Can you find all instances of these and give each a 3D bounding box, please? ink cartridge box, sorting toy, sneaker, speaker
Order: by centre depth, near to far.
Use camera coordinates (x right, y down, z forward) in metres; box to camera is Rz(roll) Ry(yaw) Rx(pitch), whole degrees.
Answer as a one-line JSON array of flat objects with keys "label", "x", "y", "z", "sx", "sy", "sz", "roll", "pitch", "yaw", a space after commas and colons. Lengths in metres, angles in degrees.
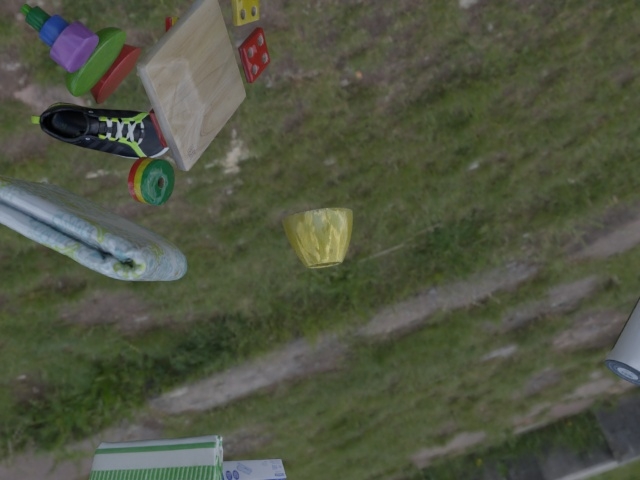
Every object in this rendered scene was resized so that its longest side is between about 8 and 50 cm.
[{"label": "sorting toy", "x": -0.137, "y": -0.171, "z": 0.864, "sx": 0.046, "sy": 0.274, "sz": 0.132, "roll": 12, "pitch": 141, "yaw": 25}, {"label": "speaker", "x": 0.371, "y": 0.090, "z": 0.922, "sx": 0.136, "sy": 0.055, "sz": 0.055, "roll": -57, "pitch": 160, "yaw": -13}, {"label": "sorting toy", "x": -0.385, "y": -0.309, "z": 1.303, "sx": 0.127, "sy": 0.126, "sz": 0.365, "roll": -51, "pitch": -175, "yaw": 2}, {"label": "sneaker", "x": -0.364, "y": -0.180, "z": 1.398, "sx": 0.234, "sy": 0.084, "sz": 0.097, "roll": 6, "pitch": -169, "yaw": 0}, {"label": "ink cartridge box", "x": -0.167, "y": 0.476, "z": 1.666, "sx": 0.097, "sy": 0.046, "sz": 0.207, "roll": -30, "pitch": 155, "yaw": 24}]

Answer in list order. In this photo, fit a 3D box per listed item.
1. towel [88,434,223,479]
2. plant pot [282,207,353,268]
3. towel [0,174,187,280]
[{"label": "towel", "x": -0.260, "y": 0.473, "z": 1.291, "sx": 0.247, "sy": 0.325, "sz": 0.038, "roll": -8, "pitch": 161, "yaw": 17}, {"label": "plant pot", "x": 0.000, "y": 0.000, "z": 1.557, "sx": 0.134, "sy": 0.095, "sz": 0.134, "roll": -7, "pitch": 171, "yaw": -1}, {"label": "towel", "x": -0.466, "y": -0.017, "z": 1.645, "sx": 0.320, "sy": 0.374, "sz": 0.090, "roll": -4, "pitch": 119, "yaw": -83}]
